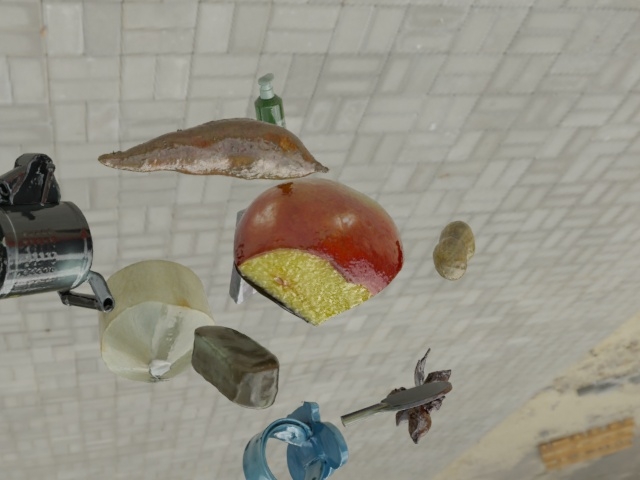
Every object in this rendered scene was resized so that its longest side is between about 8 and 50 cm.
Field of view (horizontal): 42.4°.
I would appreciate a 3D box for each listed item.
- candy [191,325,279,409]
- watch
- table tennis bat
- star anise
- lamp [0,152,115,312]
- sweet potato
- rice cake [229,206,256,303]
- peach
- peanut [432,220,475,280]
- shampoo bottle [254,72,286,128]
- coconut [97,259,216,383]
[{"bbox_3d":[-0.179,0.256,1.706,0.102,0.234,0.104,-4,110,-37],"label":"candy"},{"bbox_3d":[-0.069,0.463,1.779,0.193,0.211,0.211,-8,154,-40],"label":"watch"},{"bbox_3d":[0.103,0.218,1.112,0.158,0.014,0.095,-18,-179,-10],"label":"table tennis bat"},{"bbox_3d":[0.171,0.269,1.510,0.140,0.158,0.144,-34,115,7],"label":"star anise"},{"bbox_3d":[-0.624,0.027,1.716,0.205,0.374,0.272,5,-153,38],"label":"lamp"},{"bbox_3d":[-0.104,-0.091,0.816,0.226,0.068,0.068,0,148,-16],"label":"sweet potato"},{"bbox_3d":[-0.167,0.024,2.045,0.106,0.050,0.298,-25,142,-34],"label":"rice cake"},{"bbox_3d":[0.000,0.000,1.711,0.242,0.306,0.380,-38,-179,34],"label":"peach"},{"bbox_3d":[0.300,0.024,1.848,0.089,0.193,0.089,11,124,17],"label":"peanut"},{"bbox_3d":[-0.103,-0.250,1.743,0.065,0.065,0.204,-11,126,-5],"label":"shampoo bottle"},{"bbox_3d":[-0.420,0.209,2.105,0.323,0.323,0.323,-10,151,-6],"label":"coconut"}]
